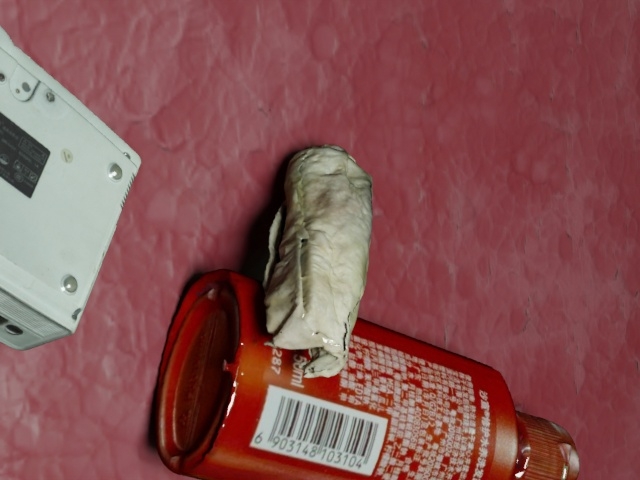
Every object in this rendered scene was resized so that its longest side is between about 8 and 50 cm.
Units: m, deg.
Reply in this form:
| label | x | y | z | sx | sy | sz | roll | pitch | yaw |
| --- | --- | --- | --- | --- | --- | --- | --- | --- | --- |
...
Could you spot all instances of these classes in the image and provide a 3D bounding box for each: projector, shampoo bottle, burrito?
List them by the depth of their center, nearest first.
| label | x | y | z | sx | sy | sz | roll | pitch | yaw |
| --- | --- | --- | --- | --- | --- | --- | --- | --- | --- |
| projector | -0.162 | -0.035 | 0.538 | 0.147 | 0.061 | 0.115 | 42 | 46 | -34 |
| burrito | -0.001 | 0.001 | 0.655 | 0.058 | 0.045 | 0.188 | 25 | 40 | -13 |
| shampoo bottle | 0.042 | 0.115 | 0.720 | 0.314 | 0.076 | 0.118 | 22 | 64 | -38 |
